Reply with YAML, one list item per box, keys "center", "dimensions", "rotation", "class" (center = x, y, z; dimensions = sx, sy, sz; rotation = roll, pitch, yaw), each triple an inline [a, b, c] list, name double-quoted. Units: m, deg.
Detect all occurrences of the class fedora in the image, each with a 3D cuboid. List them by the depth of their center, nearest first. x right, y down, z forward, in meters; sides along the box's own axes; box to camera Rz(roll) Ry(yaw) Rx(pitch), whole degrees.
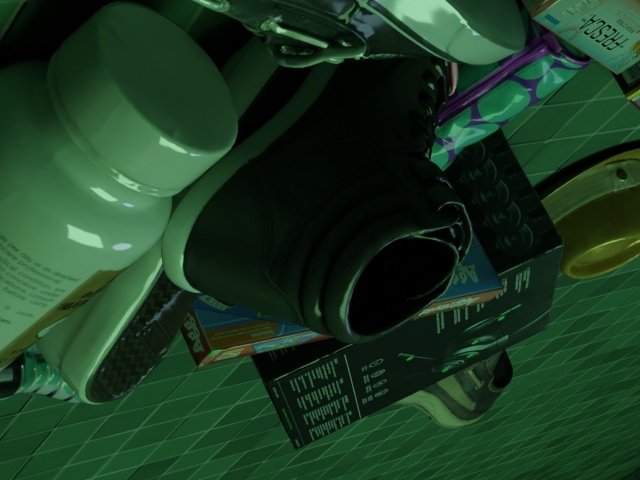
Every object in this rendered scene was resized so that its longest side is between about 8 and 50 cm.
- center: [0.274, -0.016, 1.588]
  dimensions: [0.194, 0.079, 0.194]
  rotation: [-24, 161, -9]
  class: "fedora"

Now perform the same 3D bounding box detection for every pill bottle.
- center: [-0.159, -0.027, 0.916]
  dimensions: [0.229, 0.131, 0.131]
  rotation: [-37, 158, 29]
  class: "pill bottle"

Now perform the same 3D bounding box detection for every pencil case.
- center: [0.118, -0.109, 1.165]
  dimensions: [0.152, 0.064, 0.070]
  rotation: [-37, 178, 27]
  class: "pencil case"

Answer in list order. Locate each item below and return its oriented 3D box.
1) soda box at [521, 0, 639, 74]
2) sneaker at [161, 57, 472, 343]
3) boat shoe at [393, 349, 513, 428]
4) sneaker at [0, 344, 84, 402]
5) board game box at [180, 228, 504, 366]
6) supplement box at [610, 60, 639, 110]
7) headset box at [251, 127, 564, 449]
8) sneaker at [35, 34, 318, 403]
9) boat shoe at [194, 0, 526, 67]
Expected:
- center: [0.183, -0.169, 1.094]
  dimensions: [0.058, 0.063, 0.183]
  rotation: [-33, 159, 20]
  class: "soda box"
- center: [0.053, -0.053, 0.968]
  dimensions: [0.296, 0.147, 0.104]
  rotation: [-49, 149, -21]
  class: "sneaker"
- center: [0.140, 0.108, 1.661]
  dimensions: [0.130, 0.132, 0.355]
  rotation: [-32, 161, 18]
  class: "boat shoe"
- center: [-0.238, 0.082, 1.230]
  dimensions: [0.098, 0.083, 0.224]
  rotation: [-2, 174, 23]
  class: "sneaker"
- center: [0.000, 0.000, 1.173]
  dimensions: [0.281, 0.145, 0.027]
  rotation: [-9, 154, -40]
  class: "board game box"
- center: [0.273, -0.137, 1.324]
  dimensions: [0.055, 0.043, 0.083]
  rotation: [-32, 159, 16]
  class: "supplement box"
- center: [0.067, 0.040, 1.386]
  dimensions: [0.283, 0.131, 0.246]
  rotation: [-25, 161, -3]
  class: "headset box"
- center: [-0.102, -0.045, 1.024]
  dimensions: [0.290, 0.123, 0.106]
  rotation: [-53, 153, 8]
  class: "sneaker"
- center: [-0.004, -0.143, 0.849]
  dimensions: [0.105, 0.113, 0.306]
  rotation: [-30, 159, 30]
  class: "boat shoe"
